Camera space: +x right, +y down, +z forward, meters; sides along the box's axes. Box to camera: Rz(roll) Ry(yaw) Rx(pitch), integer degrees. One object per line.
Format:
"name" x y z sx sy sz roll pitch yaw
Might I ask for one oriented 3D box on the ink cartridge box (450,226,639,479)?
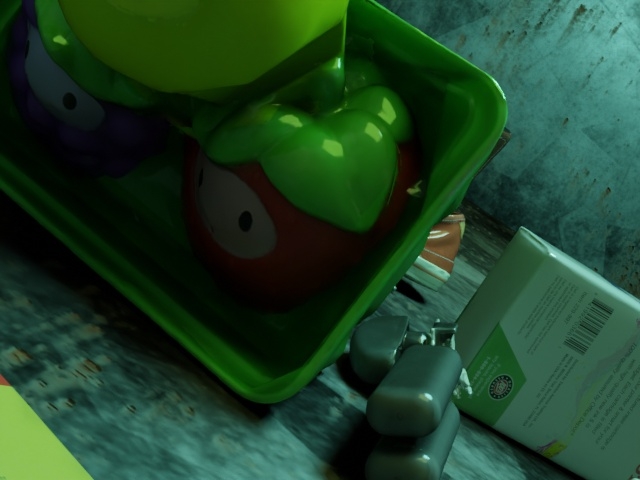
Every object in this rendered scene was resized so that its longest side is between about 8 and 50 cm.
"ink cartridge box" 0.226 0.111 1.017 0.212 0.154 0.093 30 9 -14

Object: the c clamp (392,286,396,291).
"c clamp" 0.000 0.000 1.208 0.137 0.022 0.161 39 11 26

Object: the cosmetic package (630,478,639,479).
"cosmetic package" 0.238 0.217 0.733 0.239 0.099 0.060 21 18 -47

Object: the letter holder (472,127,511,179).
"letter holder" -0.001 -0.100 1.083 0.302 0.214 0.152 19 26 -54

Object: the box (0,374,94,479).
"box" -0.130 0.066 0.333 0.232 0.087 0.058 39 11 31

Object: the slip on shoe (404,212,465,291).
"slip on shoe" 0.018 -0.063 1.273 0.331 0.101 0.123 31 -3 -16

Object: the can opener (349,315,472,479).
"can opener" 0.058 0.108 0.808 0.093 0.074 0.280 0 6 7

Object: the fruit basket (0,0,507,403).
"fruit basket" -0.080 -0.111 0.733 0.392 0.283 0.392 38 -4 3
